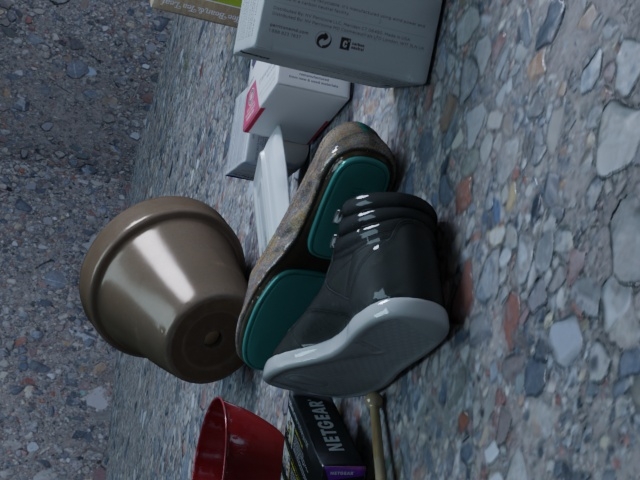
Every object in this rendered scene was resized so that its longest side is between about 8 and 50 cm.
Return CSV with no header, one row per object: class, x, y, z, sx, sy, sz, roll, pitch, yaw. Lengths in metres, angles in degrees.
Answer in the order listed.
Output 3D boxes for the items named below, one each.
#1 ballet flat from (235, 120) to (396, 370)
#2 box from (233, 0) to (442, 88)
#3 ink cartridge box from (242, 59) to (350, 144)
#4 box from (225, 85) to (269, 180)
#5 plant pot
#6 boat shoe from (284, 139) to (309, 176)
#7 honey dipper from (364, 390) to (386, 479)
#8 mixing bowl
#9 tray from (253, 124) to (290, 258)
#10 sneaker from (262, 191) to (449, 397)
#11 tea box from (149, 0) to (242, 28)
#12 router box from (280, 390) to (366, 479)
ballet flat,-0.008,0.005,1.169,0.316,0.107,0.106,-59,27,29
box,0.022,-0.258,1.071,0.119,0.180,0.182,-155,75,-75
ink cartridge box,-0.025,-0.269,1.394,0.172,0.100,0.237,140,137,-66
box,-0.088,-0.160,1.603,0.137,0.072,0.126,163,115,-72
plant pot,-0.200,0.094,1.599,0.229,0.263,0.263,40,120,51
boat shoe,-0.047,-0.173,1.500,0.063,0.066,0.184,128,139,-57
honey dipper,0.054,0.201,0.961,0.161,0.030,0.030,-91,18,-48
mixing bowl,-0.090,0.283,1.279,0.181,0.098,0.182,-171,90,-75
tray,-0.060,0.001,1.376,0.145,0.030,0.270,108,157,-62
sneaker,0.032,0.053,1.005,0.296,0.104,0.147,138,142,-57
tea box,-0.174,-0.568,1.894,0.329,0.219,0.324,-116,39,-65
router box,-0.002,0.242,1.062,0.179,0.046,0.133,-125,39,-69
